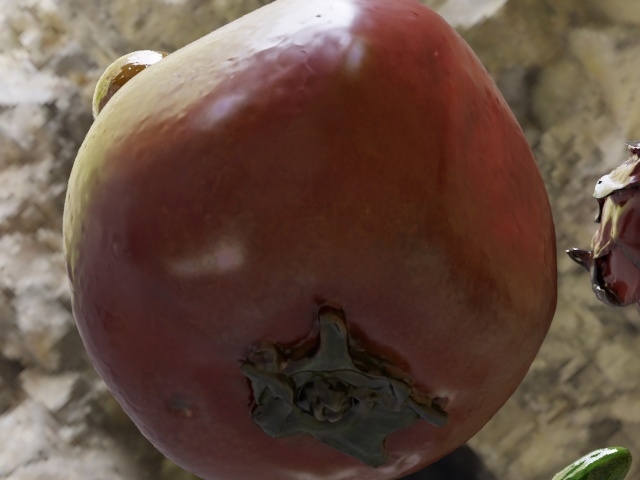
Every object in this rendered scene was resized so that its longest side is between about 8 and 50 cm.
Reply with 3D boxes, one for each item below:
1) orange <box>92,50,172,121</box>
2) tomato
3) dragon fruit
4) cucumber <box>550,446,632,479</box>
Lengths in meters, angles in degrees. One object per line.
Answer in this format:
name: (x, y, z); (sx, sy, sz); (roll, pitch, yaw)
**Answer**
orange: (-0.156, -0.115, 1.544); (0.156, 0.124, 0.156); (62, -10, 19)
tomato: (0.000, 0.000, 1.020); (0.325, 0.293, 0.290); (40, 29, -34)
dragon fruit: (0.368, 0.003, 1.566); (0.193, 0.192, 0.274); (-130, -144, -62)
cucumber: (0.174, 0.266, 1.317); (0.056, 0.250, 0.056); (41, -11, 9)
